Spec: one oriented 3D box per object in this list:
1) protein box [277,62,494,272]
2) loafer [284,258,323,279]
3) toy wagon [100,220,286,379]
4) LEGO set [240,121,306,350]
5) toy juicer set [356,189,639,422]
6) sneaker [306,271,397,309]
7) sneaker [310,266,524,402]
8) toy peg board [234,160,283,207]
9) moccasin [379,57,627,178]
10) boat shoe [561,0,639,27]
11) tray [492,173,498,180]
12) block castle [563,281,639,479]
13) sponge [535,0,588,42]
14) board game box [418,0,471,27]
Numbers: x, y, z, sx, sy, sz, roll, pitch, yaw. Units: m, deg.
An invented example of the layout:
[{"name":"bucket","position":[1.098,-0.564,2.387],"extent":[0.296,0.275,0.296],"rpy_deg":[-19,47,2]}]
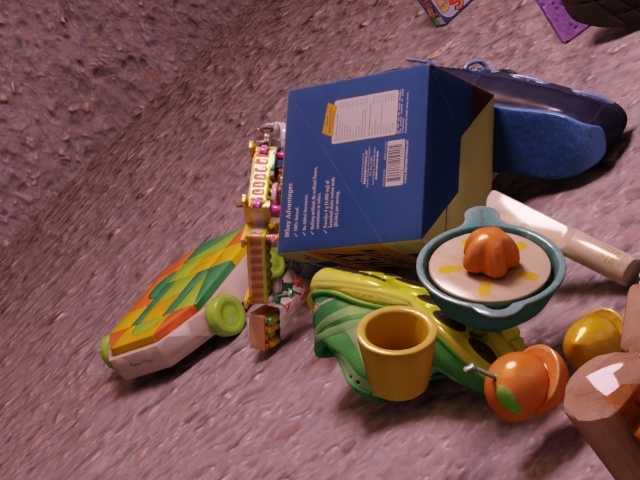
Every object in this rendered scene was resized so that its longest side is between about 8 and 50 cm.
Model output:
[{"name":"protein box","position":[0.074,-0.074,1.625],"extent":[0.201,0.136,0.200],"rpy_deg":[-6,75,39]},{"name":"loafer","position":[0.000,0.000,1.915],"extent":[0.267,0.084,0.096],"rpy_deg":[-116,36,-73]},{"name":"toy wagon","position":[-0.167,0.066,2.056],"extent":[0.267,0.068,0.344],"rpy_deg":[-19,25,44]},{"name":"LEGO set","position":[-0.035,-0.010,1.758],"extent":[0.107,0.287,0.132],"rpy_deg":[1,-11,6]},{"name":"toy juicer set","position":[0.188,0.036,1.288],"extent":[0.209,0.089,0.329],"rpy_deg":[14,37,25]},{"name":"sneaker","position":[0.045,0.034,1.757],"extent":[0.144,0.053,0.059],"rpy_deg":[-32,16,14]},{"name":"sneaker","position":[0.094,0.107,1.427],"extent":[0.109,0.123,0.295],"rpy_deg":[2,9,-34]},{"name":"toy peg board","position":[-0.022,-0.108,2.072],"extent":[0.161,0.079,0.161],"rpy_deg":[-6,-9,-43]},{"name":"moccasin","position":[0.208,-0.140,1.722],"extent":[0.342,0.137,0.117],"rpy_deg":[21,37,37]},{"name":"boat shoe","position":[0.473,-0.378,1.892],"extent":[0.324,0.122,0.120],"rpy_deg":[-17,20,29]},{"name":"tray","position":[0.088,-0.076,1.827],"extent":[0.270,0.030,0.145],"rpy_deg":[0,29,32]},{"name":"block castle","position":[0.389,0.047,0.815],"extent":[0.453,0.213,0.303],"rpy_deg":[-44,22,-15]},{"name":"sponge","position":[0.397,-0.390,2.042],"extent":[0.210,0.117,0.031],"rpy_deg":[-37,15,0]},{"name":"board game box","position":[0.244,-0.497,2.575],"extent":[0.201,0.136,0.035],"rpy_deg":[-45,18,-20]}]
